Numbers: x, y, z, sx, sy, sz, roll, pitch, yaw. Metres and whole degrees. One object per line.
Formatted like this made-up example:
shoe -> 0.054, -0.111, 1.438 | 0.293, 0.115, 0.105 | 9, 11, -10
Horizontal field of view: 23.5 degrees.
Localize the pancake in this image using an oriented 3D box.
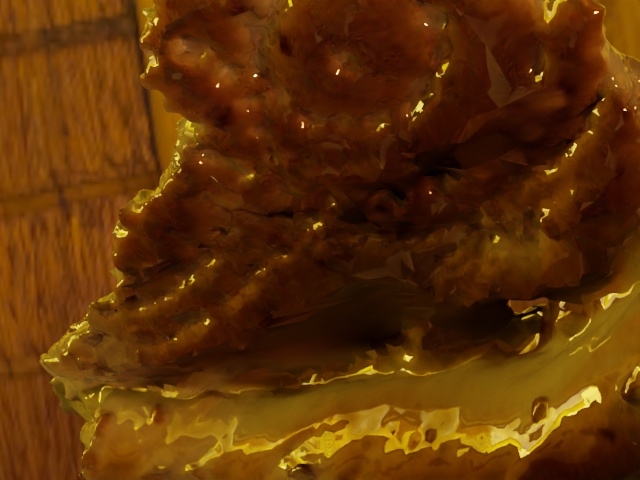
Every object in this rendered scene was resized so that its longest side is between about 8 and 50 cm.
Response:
pancake -> 0.000, 0.000, 0.401 | 0.266, 0.244, 0.057 | -7, -143, 26
